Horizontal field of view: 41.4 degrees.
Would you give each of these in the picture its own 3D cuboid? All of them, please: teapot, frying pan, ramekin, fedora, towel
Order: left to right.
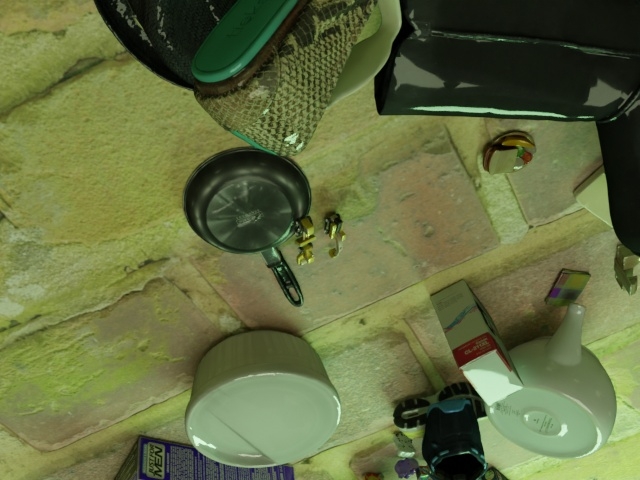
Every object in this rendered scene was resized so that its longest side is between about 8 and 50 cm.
[{"bbox_3d":[-0.126,-0.291,0.998,0.334,0.152,0.334,-5,131,-6],"label":"fedora"},{"bbox_3d":[-0.114,-0.001,1.325,0.197,0.053,0.326,-2,127,-8],"label":"frying pan"},{"bbox_3d":[-0.106,0.275,1.508,0.273,0.127,0.273,-5,131,-6],"label":"ramekin"},{"bbox_3d":[0.434,0.270,1.572,0.252,0.187,0.256,46,139,-15],"label":"teapot"},{"bbox_3d":[0.443,0.086,1.519,0.060,0.009,0.083,5,130,-15],"label":"towel"}]

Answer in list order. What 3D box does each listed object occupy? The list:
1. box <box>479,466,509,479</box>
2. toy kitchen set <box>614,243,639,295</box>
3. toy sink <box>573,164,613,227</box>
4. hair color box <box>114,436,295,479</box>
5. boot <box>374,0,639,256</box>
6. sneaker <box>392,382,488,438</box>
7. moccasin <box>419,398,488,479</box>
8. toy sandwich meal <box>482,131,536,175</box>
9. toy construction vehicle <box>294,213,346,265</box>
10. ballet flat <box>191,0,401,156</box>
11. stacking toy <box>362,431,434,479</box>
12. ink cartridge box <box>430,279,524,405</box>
[{"bbox_3d":[0.389,0.616,1.945,0.159,0.044,0.233,-33,128,18],"label":"box"},{"bbox_3d":[0.560,0.052,1.471,0.075,0.068,0.083,-13,132,1],"label":"toy kitchen set"},{"bbox_3d":[0.541,-0.078,1.314,0.153,0.131,0.234,29,121,-30],"label":"toy sink"},{"bbox_3d":[-0.237,0.517,1.709,0.339,0.110,0.185,18,126,-21],"label":"hair color box"},{"bbox_3d":[0.287,-0.170,1.118,0.445,0.146,0.367,4,95,-17],"label":"boot"},{"bbox_3d":[0.250,0.343,1.671,0.208,0.081,0.094,-11,140,7],"label":"sneaker"},{"bbox_3d":[0.246,0.417,1.604,0.137,0.117,0.342,-13,144,9],"label":"moccasin"},{"bbox_3d":[0.290,-0.128,1.293,0.085,0.029,0.085,-5,131,-6],"label":"toy sandwich meal"},{"bbox_3d":[0.000,0.000,1.325,0.086,0.035,0.098,-23,141,-30],"label":"toy construction vehicle"},{"bbox_3d":[0.041,-0.302,0.914,0.182,0.164,0.483,38,77,-41],"label":"ballet flat"},{"bbox_3d":[0.219,0.483,1.800,0.221,0.052,0.167,10,130,-20],"label":"stacking toy"},{"bbox_3d":[0.266,0.172,1.453,0.072,0.175,0.127,-31,129,13],"label":"ink cartridge box"}]
